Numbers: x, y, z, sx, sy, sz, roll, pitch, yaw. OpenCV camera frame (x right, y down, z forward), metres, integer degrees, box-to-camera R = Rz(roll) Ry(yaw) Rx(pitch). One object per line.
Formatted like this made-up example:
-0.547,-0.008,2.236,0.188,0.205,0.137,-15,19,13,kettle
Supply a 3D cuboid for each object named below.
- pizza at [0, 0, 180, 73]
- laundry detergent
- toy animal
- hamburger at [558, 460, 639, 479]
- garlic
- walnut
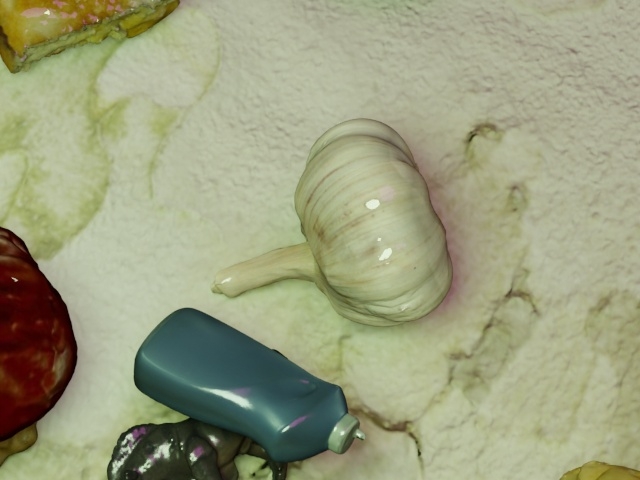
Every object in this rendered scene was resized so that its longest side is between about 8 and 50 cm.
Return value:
-0.231,-0.298,1.805,0.223,0.089,0.323,3,64,-8,pizza
-0.056,0.133,1.563,0.206,0.061,0.096,25,40,17,laundry detergent
-0.086,0.187,1.591,0.148,0.084,0.233,43,63,10,toy animal
0.287,0.339,1.494,0.158,0.318,0.318,-34,76,-28,hamburger
0.000,0.000,1.679,0.226,0.199,0.199,-18,67,3,garlic
-0.325,0.110,1.502,0.269,0.222,0.243,-15,100,-32,walnut
